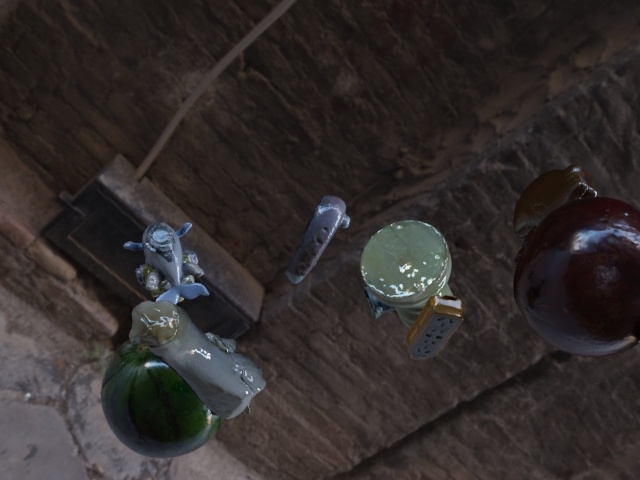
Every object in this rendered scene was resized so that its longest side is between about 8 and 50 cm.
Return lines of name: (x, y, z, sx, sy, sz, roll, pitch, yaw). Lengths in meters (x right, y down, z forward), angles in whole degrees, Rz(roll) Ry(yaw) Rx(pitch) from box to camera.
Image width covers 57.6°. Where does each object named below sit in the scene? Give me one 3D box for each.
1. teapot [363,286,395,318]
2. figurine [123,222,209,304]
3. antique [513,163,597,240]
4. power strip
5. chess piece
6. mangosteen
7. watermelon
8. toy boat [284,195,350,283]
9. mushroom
teapot: (0.289, 0.203, 2.190, 0.203, 0.225, 0.171, -133, -157, -80)
figurine: (-0.286, 0.052, 1.092, 0.184, 0.128, 0.208, 91, -25, -46)
antique: (0.721, -0.104, 1.790, 0.129, 0.278, 0.223, 23, 40, -22)
power strip: (0.156, 0.131, 0.825, 0.049, 0.178, 0.028, 11, 56, -3)
chess piece: (0.273, 0.132, 1.676, 0.234, 0.234, 0.442, 64, 5, 30)
mangosteen: (0.387, 0.062, 0.764, 0.257, 0.215, 0.215, 28, 5, 28)
watermelon: (-0.287, 0.283, 1.089, 0.242, 0.242, 0.242, 47, 19, -21)
toy boat: (0.000, 0.000, 1.381, 0.085, 0.227, 0.155, 28, 22, 2)
mushroom: (-0.167, 0.168, 0.811, 0.096, 0.099, 0.278, 37, -13, 47)
